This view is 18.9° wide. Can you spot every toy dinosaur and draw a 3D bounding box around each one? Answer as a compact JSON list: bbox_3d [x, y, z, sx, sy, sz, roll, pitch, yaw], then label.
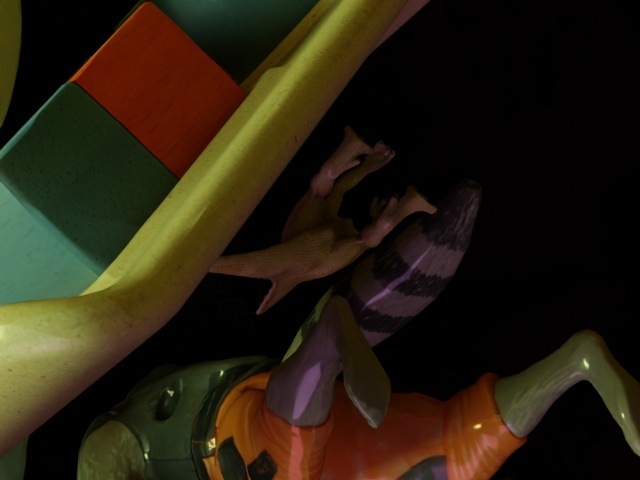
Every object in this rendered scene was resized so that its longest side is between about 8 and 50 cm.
[{"bbox_3d":[0.000,0.000,0.842,0.092,0.053,0.183,-46,172,11],"label":"toy dinosaur"}]

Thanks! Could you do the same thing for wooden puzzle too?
[{"bbox_3d":[-0.087,-0.013,0.688,0.080,0.348,0.322,46,135,-5],"label":"wooden puzzle"}]

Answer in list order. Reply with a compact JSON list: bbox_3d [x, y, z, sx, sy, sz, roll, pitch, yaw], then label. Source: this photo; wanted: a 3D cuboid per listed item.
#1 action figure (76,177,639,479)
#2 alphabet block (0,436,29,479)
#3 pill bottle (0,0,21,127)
[{"bbox_3d":[0.010,0.100,1.014,0.341,0.179,0.330,-7,168,-45],"label":"action figure"},{"bbox_3d":[-0.287,0.144,1.020,0.193,0.192,0.197,25,140,-27],"label":"alphabet block"},{"bbox_3d":[-0.320,-0.067,0.669,0.392,0.224,0.224,-12,144,22],"label":"pill bottle"}]
